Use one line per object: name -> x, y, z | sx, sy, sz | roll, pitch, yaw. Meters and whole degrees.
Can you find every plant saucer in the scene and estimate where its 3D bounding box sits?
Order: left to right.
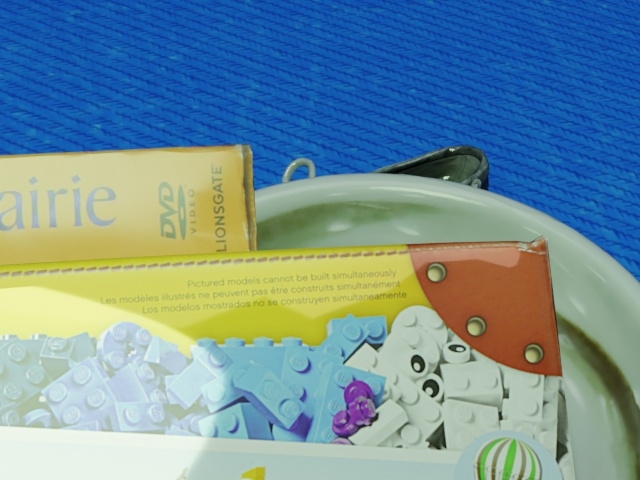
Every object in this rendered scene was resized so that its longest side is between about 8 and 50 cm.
plant saucer -> 0.037, 0.127, 0.872 | 0.400, 0.100, 0.400 | 1, 46, -1

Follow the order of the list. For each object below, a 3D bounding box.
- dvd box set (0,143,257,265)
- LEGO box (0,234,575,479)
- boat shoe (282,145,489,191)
dvd box set -> -0.253, 0.006, 0.716 | 0.420, 0.062, 0.307 | -3, -4, -7
LEGO box -> -0.150, 0.207, 0.566 | 0.500, 0.193, 0.372 | -4, 78, -8
boat shoe -> 0.002, 0.002, 1.040 | 0.306, 0.105, 0.113 | -16, 43, -22
